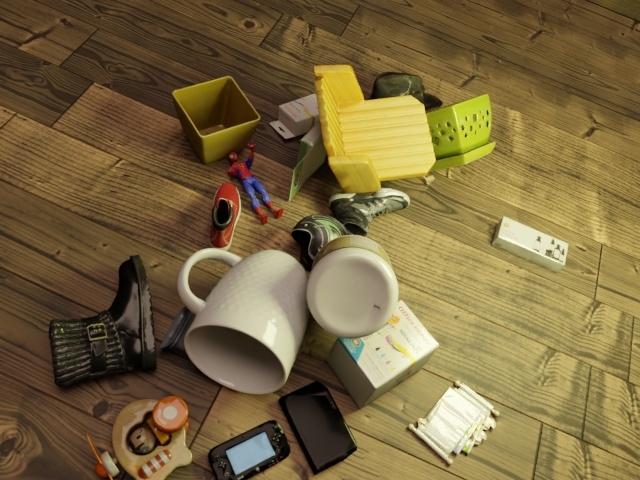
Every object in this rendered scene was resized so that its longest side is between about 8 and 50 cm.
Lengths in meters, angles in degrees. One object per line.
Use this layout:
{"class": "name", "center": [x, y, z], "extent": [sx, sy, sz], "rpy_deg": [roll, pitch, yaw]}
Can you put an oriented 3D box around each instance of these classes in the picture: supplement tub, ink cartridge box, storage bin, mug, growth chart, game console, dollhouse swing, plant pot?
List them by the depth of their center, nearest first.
{"class": "game console", "center": [-0.101, 0.520, 1.564], "extent": [0.361, 0.044, 0.213], "rpy_deg": [-20, 64, -23]}
{"class": "mug", "center": [-0.204, 0.165, 1.617], "extent": [0.374, 0.276, 0.328], "rpy_deg": [34, 45, -10]}
{"class": "supplement tub", "center": [0.083, 0.109, 1.623], "extent": [0.228, 0.316, 0.228], "rpy_deg": [0, 99, 2]}
{"class": "storage bin", "center": [-0.358, 0.256, 1.658], "extent": [0.091, 0.098, 0.135], "rpy_deg": [39, 52, -20]}
{"class": "ink cartridge box", "center": [0.168, 0.311, 1.686], "extent": [0.233, 0.168, 0.171], "rpy_deg": [-26, 66, -27]}
{"class": "growth chart", "center": [0.378, 0.503, 1.698], "extent": [0.237, 0.021, 0.172], "rpy_deg": [-35, 71, -30]}
{"class": "dollhouse swing", "center": [0.178, -0.365, 1.918], "extent": [0.305, 0.315, 0.346], "rpy_deg": [-12, 69, 12]}
{"class": "plant pot", "center": [-0.346, -0.377, 2.010], "extent": [0.212, 0.187, 0.212], "rpy_deg": [-24, 65, -25]}
{"class": "ink cartridge box", "center": [-0.052, -0.262, 2.011], "extent": [0.056, 0.171, 0.235], "rpy_deg": [31, 56, 13]}
{"class": "plant pot", "center": [0.463, -0.369, 2.139], "extent": [0.227, 0.228, 0.207], "rpy_deg": [-25, 101, -38]}
{"class": "ink cartridge box", "center": [-0.071, -0.442, 2.177], "extent": [0.198, 0.067, 0.115], "rpy_deg": [-26, 54, -26]}

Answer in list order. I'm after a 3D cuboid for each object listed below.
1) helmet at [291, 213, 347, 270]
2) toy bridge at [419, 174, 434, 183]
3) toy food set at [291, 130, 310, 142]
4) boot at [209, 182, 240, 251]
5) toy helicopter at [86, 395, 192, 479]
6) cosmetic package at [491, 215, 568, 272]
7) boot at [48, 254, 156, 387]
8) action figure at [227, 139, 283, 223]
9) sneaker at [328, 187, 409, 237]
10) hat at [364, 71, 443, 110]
{"class": "helmet", "center": [0.000, 0.000, 1.858], "extent": [0.169, 0.169, 0.161], "rpy_deg": [-6, 74, -16]}
{"class": "toy bridge", "center": [0.334, -0.272, 2.195], "extent": [0.063, 0.026, 0.188], "rpy_deg": [-21, 64, -22]}
{"class": "toy food set", "center": [-0.053, -0.368, 2.173], "extent": [0.122, 0.019, 0.078], "rpy_deg": [11, 56, -6]}
{"class": "boot", "center": [-0.286, -0.110, 1.856], "extent": [0.088, 0.176, 0.244], "rpy_deg": [7, 55, -7]}
{"class": "toy helicopter", "center": [-0.414, 0.547, 1.421], "extent": [0.235, 0.140, 0.355], "rpy_deg": [-5, 61, -14]}
{"class": "cosmetic package", "center": [0.710, 0.012, 2.074], "extent": [0.239, 0.060, 0.099], "rpy_deg": [23, 54, 3]}
{"class": "boot", "center": [-0.576, 0.200, 1.611], "extent": [0.260, 0.131, 0.348], "rpy_deg": [-5, 59, -16]}
{"class": "action figure", "center": [-0.218, -0.203, 1.961], "extent": [0.091, 0.139, 0.280], "rpy_deg": [-24, 63, -27]}
{"class": "sneaker", "center": [0.165, -0.082, 1.990], "extent": [0.269, 0.101, 0.153], "rpy_deg": [-2, 58, -7]}
{"class": "hat", "center": [0.275, -0.541, 2.211], "extent": [0.331, 0.134, 0.331], "rpy_deg": [-4, 29, 2]}
